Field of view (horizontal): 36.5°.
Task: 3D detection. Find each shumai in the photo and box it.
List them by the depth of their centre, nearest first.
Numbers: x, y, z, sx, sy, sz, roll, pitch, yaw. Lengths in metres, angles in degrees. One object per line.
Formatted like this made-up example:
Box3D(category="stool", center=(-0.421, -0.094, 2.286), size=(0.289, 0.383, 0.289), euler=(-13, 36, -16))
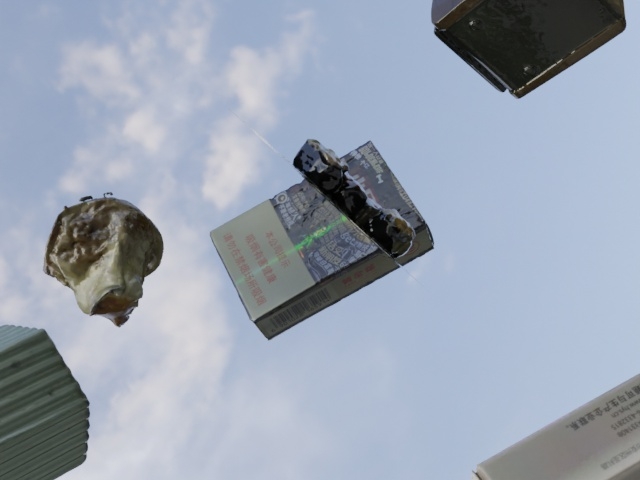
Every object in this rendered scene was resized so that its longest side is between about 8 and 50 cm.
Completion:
Box3D(category="shumai", center=(-0.241, 0.032, 1.078), size=(0.145, 0.116, 0.145), euler=(-4, -44, -4))

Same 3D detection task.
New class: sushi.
Box3D(category="sushi", center=(0.021, -0.073, 1.216), size=(0.290, 0.264, 0.050), euler=(42, -88, -21))

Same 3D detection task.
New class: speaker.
Box3D(category="speaker", center=(0.246, -0.319, 1.148), size=(0.153, 0.192, 0.231), euler=(35, -137, -24))

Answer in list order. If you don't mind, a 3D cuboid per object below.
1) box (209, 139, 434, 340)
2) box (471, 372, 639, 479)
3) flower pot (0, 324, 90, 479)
Box3D(category="box", center=(0.000, 0.000, 1.549), size=(0.310, 0.198, 0.084), euler=(-30, -35, 0))
Box3D(category="box", center=(0.278, 0.170, 0.757), size=(0.353, 0.069, 0.214), euler=(-26, -41, -17))
Box3D(category="flower pot", center=(-0.453, 0.247, 1.341), size=(0.189, 0.239, 0.209), euler=(-27, -74, -42))
